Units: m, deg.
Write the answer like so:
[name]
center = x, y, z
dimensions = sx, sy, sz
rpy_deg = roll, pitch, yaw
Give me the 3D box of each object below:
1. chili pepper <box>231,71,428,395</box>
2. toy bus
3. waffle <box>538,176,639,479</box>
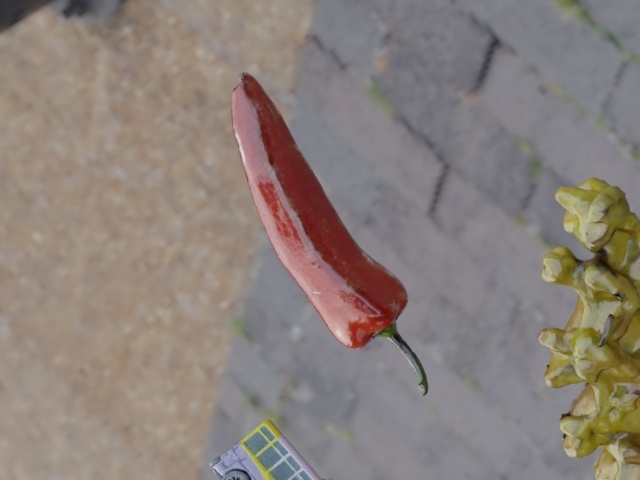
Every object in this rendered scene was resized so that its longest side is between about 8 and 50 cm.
[chili pepper]
center = 0.000, 0.000, 1.445
dimensions = 0.063, 0.071, 0.272
rpy_deg = -33, 89, 27
[toy bus]
center = -0.016, 0.165, 1.212
dimensions = 0.102, 0.058, 0.052
rpy_deg = 46, 171, 23
[waffle]
center = 0.274, 0.054, 1.309
dimensions = 0.069, 0.293, 0.259
rpy_deg = 28, 132, 55
